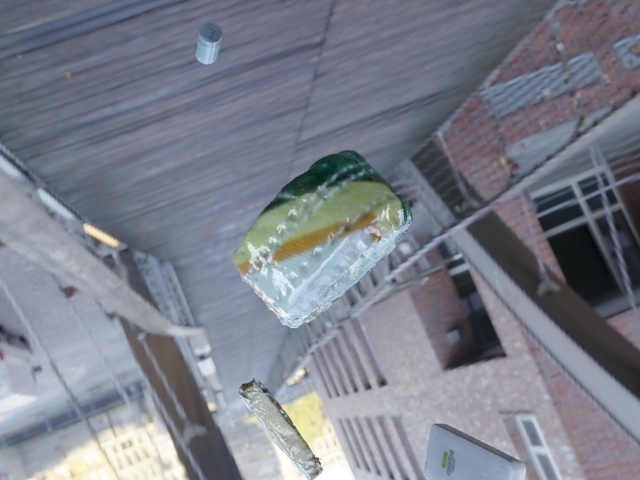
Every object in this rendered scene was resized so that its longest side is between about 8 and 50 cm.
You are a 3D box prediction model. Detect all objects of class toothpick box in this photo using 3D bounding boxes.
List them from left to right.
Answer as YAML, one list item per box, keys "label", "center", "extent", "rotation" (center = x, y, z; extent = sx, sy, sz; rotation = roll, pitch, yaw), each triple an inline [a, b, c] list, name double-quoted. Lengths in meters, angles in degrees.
- label: "toothpick box"
  center: [-0.239, -0.420, 1.858]
  extent: [0.052, 0.052, 0.083]
  rotation: [-20, 165, -20]

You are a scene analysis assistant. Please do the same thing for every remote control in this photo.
- label: "remote control"
  center: [0.248, 0.379, 1.434]
  extent: [0.034, 0.103, 0.250]
  rotation: [9, 179, -23]

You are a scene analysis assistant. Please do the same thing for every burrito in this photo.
- label: "burrito"
  center: [-0.060, 0.292, 1.337]
  extent: [0.045, 0.185, 0.041]
  rotation: [-35, 175, -22]

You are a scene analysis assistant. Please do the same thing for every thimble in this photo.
- label: "thimble"
  center: [0.000, 0.000, 1.389]
  extent: [0.288, 0.167, 0.254]
  rotation: [-45, 169, 13]
